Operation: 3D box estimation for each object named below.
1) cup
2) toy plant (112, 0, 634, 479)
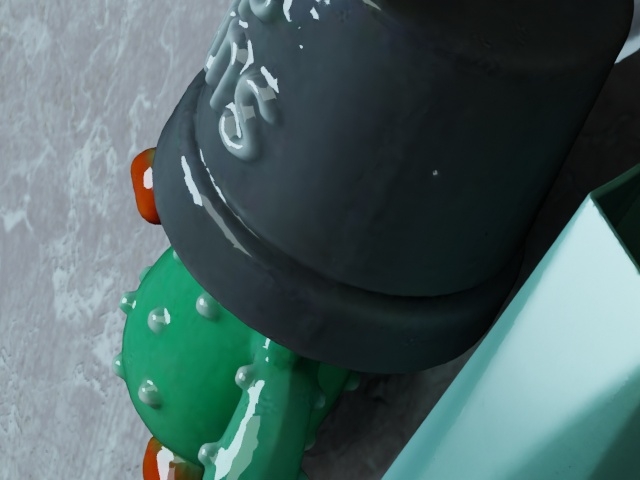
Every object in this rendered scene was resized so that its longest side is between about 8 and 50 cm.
[{"bbox_3d":[0.104,0.092,0.756,0.236,0.134,0.148,-50,45,32],"label":"cup"},{"bbox_3d":[-0.006,-0.011,0.875,0.279,0.185,0.400,60,143,27],"label":"toy plant"}]
